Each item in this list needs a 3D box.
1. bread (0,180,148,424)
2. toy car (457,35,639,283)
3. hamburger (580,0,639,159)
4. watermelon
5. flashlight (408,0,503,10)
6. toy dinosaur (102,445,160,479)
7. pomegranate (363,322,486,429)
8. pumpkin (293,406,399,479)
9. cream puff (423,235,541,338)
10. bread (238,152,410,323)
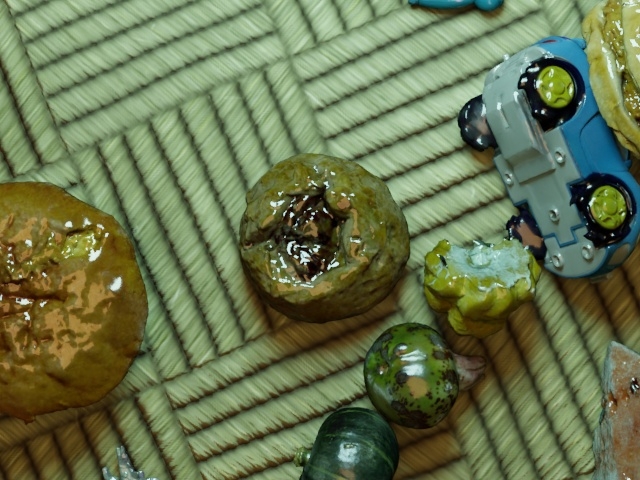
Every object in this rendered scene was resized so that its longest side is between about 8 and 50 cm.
[{"bbox_3d":[-0.368,0.073,1.635,0.312,0.172,0.312,0,92,2],"label":"bread"},{"bbox_3d":[0.316,-0.103,1.590,0.166,0.198,0.314,-23,88,-23],"label":"toy car"},{"bbox_3d":[0.457,-0.216,1.538,0.144,0.283,0.259,-29,77,43],"label":"hamburger"},{"bbox_3d":[0.396,0.247,1.597,0.094,0.154,0.241,3,75,4],"label":"watermelon"},{"bbox_3d":[0.180,-0.326,1.667,0.129,0.051,0.051,-3,88,9],"label":"flashlight"},{"bbox_3d":[-0.243,0.376,1.675,0.082,0.039,0.209,-8,88,2],"label":"toy dinosaur"},{"bbox_3d":[0.137,0.167,1.612,0.163,0.125,0.138,-17,55,-4],"label":"pomegranate"},{"bbox_3d":[0.031,0.291,1.594,0.125,0.167,0.167,43,91,2],"label":"pumpkin"},{"bbox_3d":[0.204,0.065,1.603,0.156,0.156,0.121,-10,58,4],"label":"cream puff"},{"bbox_3d":[0.000,0.000,1.631,0.230,0.123,0.230,0,90,3],"label":"bread"}]
